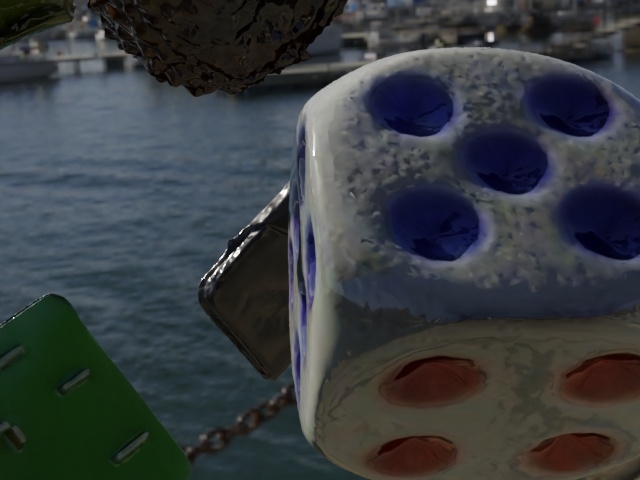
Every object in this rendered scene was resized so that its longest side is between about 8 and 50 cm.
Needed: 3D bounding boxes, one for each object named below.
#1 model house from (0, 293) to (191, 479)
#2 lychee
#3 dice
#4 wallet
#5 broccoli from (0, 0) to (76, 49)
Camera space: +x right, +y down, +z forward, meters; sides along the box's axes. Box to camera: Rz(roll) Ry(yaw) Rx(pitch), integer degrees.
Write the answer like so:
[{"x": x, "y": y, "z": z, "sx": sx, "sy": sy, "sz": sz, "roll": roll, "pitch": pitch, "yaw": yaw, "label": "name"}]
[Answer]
[{"x": -0.353, "y": 0.253, "z": 1.101, "sx": 0.358, "sy": 0.242, "sz": 0.313, "roll": -42, "pitch": 9, "yaw": -39, "label": "model house"}, {"x": -0.063, "y": -0.185, "z": 0.686, "sx": 0.188, "sy": 0.188, "sz": 0.188, "roll": -3, "pitch": 13, "yaw": 1, "label": "lychee"}, {"x": 0.131, "y": 0.024, "z": 0.957, "sx": 0.304, "sy": 0.277, "sz": 0.304, "roll": 1, "pitch": 51, "yaw": -7, "label": "dice"}, {"x": 0.000, "y": 0.000, "z": 1.289, "sx": 0.042, "sy": 0.165, "sz": 0.309, "roll": 22, "pitch": 64, "yaw": 46, "label": "wallet"}, {"x": -0.256, "y": -0.108, "z": 0.629, "sx": 0.275, "sy": 0.177, "sz": 0.198, "roll": -21, "pitch": 22, "yaw": -16, "label": "broccoli"}]
